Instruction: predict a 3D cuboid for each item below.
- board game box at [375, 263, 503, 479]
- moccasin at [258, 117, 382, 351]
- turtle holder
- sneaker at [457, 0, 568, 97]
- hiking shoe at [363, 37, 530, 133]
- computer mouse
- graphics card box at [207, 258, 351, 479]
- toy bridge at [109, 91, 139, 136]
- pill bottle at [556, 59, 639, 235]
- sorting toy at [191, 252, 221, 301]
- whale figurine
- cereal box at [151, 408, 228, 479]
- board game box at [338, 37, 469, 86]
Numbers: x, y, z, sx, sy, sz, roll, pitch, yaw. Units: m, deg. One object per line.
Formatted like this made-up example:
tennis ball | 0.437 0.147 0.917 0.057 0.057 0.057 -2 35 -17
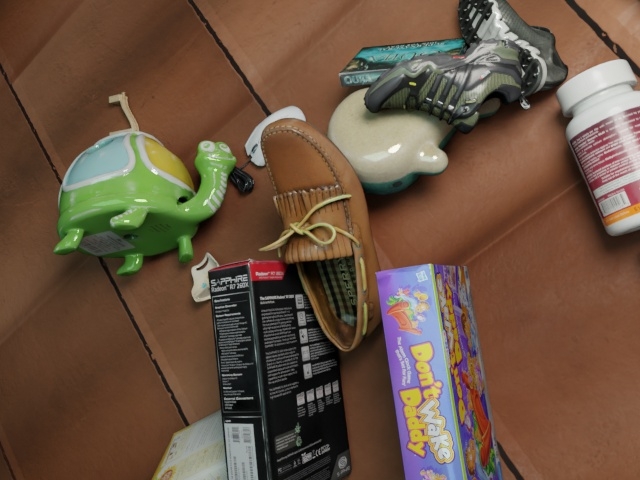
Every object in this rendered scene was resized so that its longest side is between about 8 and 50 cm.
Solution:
board game box | 0.177 0.211 0.845 0.078 0.233 0.347 -11 83 25
moccasin | -0.003 0.000 0.899 0.139 0.147 0.380 0 120 27
turtle holder | -0.338 -0.091 1.100 0.320 0.243 0.227 -28 59 38
sneaker | 0.297 -0.309 0.908 0.234 0.106 0.078 65 147 29
hiking shoe | 0.176 -0.203 0.835 0.227 0.086 0.114 -14 86 12
computer mouse | -0.112 -0.182 1.109 0.193 0.042 0.106 -41 70 17
graphics card box | -0.059 0.219 0.954 0.094 0.233 0.370 -12 83 30
toy bridge | -0.419 -0.226 1.264 0.063 0.026 0.188 -6 84 22
pill bottle | 0.417 -0.127 0.815 0.121 0.121 0.221 -22 78 22
sorting toy | -0.219 0.066 1.147 0.083 0.045 0.075 -44 63 17
whale figurine | 0.147 -0.174 0.955 0.272 0.141 0.216 -26 56 -2
cereal box | -0.190 0.370 1.045 0.240 0.173 0.047 -30 107 21
board game box | 0.137 -0.291 0.961 0.186 0.126 0.026 2 126 25
